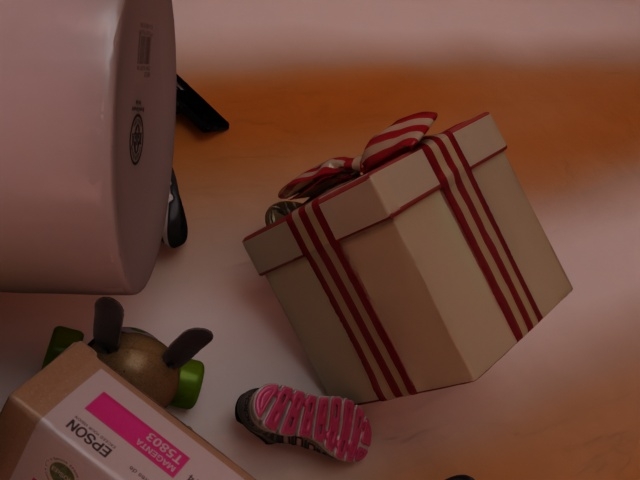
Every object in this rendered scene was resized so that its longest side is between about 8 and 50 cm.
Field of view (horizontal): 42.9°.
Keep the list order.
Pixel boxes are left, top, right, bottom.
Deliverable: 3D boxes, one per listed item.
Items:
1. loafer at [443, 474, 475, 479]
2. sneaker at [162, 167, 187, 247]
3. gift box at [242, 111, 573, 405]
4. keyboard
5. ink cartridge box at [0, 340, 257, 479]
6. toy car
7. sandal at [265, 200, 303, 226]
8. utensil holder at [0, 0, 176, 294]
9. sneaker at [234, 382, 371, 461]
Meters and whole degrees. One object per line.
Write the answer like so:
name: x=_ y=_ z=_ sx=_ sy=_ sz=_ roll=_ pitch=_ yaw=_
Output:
loafer: x=0.089 y=0.359 z=0.749 sx=0.095 sy=0.109 sz=0.302 roll=48 pitch=49 yaw=-9
sneaker: x=-0.231 y=-0.078 z=0.993 sx=0.097 sy=0.084 sz=0.235 roll=-19 pitch=58 yaw=-11
gift box: x=0.097 y=0.007 z=0.924 sx=0.276 sy=0.255 sz=0.258 roll=-32 pitch=96 yaw=-47
keyboard: x=-0.220 y=-0.209 z=1.141 sx=0.192 sy=0.038 sz=0.100 roll=43 pitch=22 yaw=14
ink cartridge box: x=-0.159 y=0.228 z=0.644 sx=0.234 sy=0.193 sz=0.088 roll=36 pitch=31 yaw=6
toy car: x=-0.174 y=0.115 z=0.748 sx=0.155 sy=0.188 sz=0.149 roll=17 pitch=45 yaw=-14
sandal: x=0.000 y=0.000 z=1.052 sx=0.180 sy=0.049 sz=0.072 roll=13 pitch=56 yaw=-39
utensil holder: x=-0.337 y=-0.111 z=0.697 sx=0.385 sy=0.328 sz=0.328 roll=5 pitch=47 yaw=-2
sneaker: x=-0.020 y=0.190 z=0.856 sx=0.170 sy=0.075 sz=0.063 roll=26 pitch=67 yaw=-35
